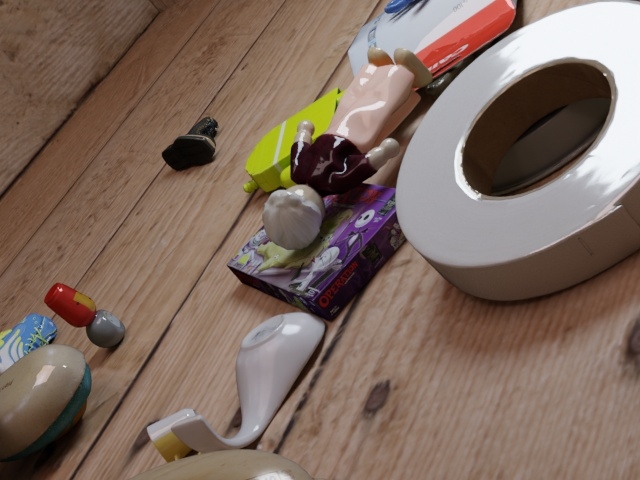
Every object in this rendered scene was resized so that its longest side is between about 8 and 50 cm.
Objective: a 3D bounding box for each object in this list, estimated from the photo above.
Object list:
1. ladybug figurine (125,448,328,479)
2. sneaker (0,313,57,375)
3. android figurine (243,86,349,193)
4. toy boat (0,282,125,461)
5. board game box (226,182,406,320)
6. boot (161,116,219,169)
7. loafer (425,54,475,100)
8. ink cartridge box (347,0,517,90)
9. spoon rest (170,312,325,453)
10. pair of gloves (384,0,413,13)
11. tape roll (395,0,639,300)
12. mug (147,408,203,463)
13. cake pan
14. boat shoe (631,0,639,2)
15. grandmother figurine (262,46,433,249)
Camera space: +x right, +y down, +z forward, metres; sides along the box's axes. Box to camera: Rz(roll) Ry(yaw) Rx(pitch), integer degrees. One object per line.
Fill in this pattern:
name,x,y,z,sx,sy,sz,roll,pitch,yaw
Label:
ladybug figurine,-0.163,0.369,1.085,0.449,0.162,0.305,-31,35,-2
sneaker,-0.568,0.196,2.255,0.126,0.091,0.240,-43,21,-4
android figurine,-0.028,-0.174,2.076,0.273,0.056,0.248,-33,24,21
toy boat,-0.429,0.221,1.939,0.267,0.148,0.318,-29,33,43
board game box,0.000,0.000,1.722,0.208,0.056,0.347,-43,21,-14
boot,-0.253,-0.229,2.544,0.137,0.077,0.198,-47,23,-26
loafer,0.207,-0.243,1.820,0.056,0.050,0.148,-23,14,39
ink cartridge box,0.176,-0.350,1.949,0.308,0.091,0.385,-31,15,25
spoon rest,-0.083,0.182,1.504,0.137,0.084,0.276,-22,16,39
pair of gloves,0.180,-0.450,2.036,0.159,0.023,0.198,-35,15,19
tape roll,0.260,-0.108,1.349,0.392,0.072,0.392,-29,37,25
mug,-0.180,0.259,1.546,0.064,0.078,0.062,-34,-11,-3
cake pan,0.282,-0.178,1.561,0.293,0.054,0.293,-35,22,17
boat shoe,0.429,-0.350,1.575,0.095,0.095,0.257,-28,26,31
grandmother figurine,0.033,-0.129,1.712,0.342,0.104,0.208,-54,29,-18
